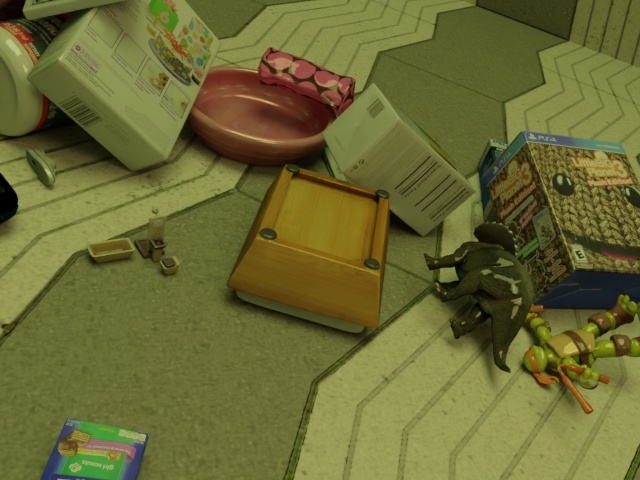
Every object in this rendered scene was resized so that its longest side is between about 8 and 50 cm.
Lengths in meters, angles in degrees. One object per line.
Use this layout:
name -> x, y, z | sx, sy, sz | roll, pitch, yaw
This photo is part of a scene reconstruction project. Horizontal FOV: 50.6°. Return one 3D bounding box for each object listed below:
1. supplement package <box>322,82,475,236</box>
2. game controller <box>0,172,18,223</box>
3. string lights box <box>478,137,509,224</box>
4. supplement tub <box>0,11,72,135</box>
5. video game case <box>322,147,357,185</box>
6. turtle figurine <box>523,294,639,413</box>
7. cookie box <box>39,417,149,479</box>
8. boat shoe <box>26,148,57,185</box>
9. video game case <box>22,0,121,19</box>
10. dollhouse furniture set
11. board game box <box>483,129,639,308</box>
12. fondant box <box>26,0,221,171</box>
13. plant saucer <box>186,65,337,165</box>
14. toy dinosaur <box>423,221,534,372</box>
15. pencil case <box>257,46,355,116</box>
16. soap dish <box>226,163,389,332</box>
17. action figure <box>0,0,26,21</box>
supplement package -> 0.144, -0.142, 1.231 | 0.244, 0.134, 0.139 | 34, 22, -37
game controller -> -0.597, -0.051, 0.931 | 0.319, 0.067, 0.166 | -13, 45, -38
string lights box -> 0.422, -0.118, 1.461 | 0.133, 0.076, 0.259 | 17, 34, -2
supplement tub -> -0.489, -0.313, 1.234 | 0.191, 0.191, 0.272 | 30, 36, 17
video game case -> 0.093, -0.142, 1.402 | 0.157, 0.019, 0.143 | 4, 37, -19
turtle figurine -> 0.402, 0.169, 1.032 | 0.217, 0.087, 0.269 | -16, 24, -7
cookie box -> -0.237, 0.245, 0.699 | 0.092, 0.040, 0.107 | 14, 35, -7
boat shoe -> -0.456, -0.125, 1.126 | 0.035, 0.035, 0.100 | -17, 40, -36
video game case -> -0.387, -0.448, 1.139 | 0.201, 0.023, 0.183 | -10, 51, 4
dollhouse furniture set -> -0.273, 0.001, 0.986 | 0.114, 0.081, 0.091 | -11, 43, -34
board game box -> 0.464, -0.034, 1.229 | 0.232, 0.141, 0.291 | 3, 58, -20
fondant box -> -0.330, -0.324, 1.205 | 0.238, 0.096, 0.330 | 46, 45, -36
plant saucer -> -0.134, -0.254, 1.402 | 0.332, 0.084, 0.332 | 12, 36, -9
toy dinosaur -> 0.262, 0.064, 1.061 | 0.160, 0.121, 0.313 | -21, 29, 7
pencil case -> -0.031, -0.327, 1.403 | 0.209, 0.095, 0.098 | 22, 51, 10
soap dish -> 0.000, 0.000, 1.077 | 0.229, 0.118, 0.290 | 17, 33, -1
action figure -> -0.581, -0.440, 1.252 | 0.276, 0.370, 0.248 | 18, 66, -25
